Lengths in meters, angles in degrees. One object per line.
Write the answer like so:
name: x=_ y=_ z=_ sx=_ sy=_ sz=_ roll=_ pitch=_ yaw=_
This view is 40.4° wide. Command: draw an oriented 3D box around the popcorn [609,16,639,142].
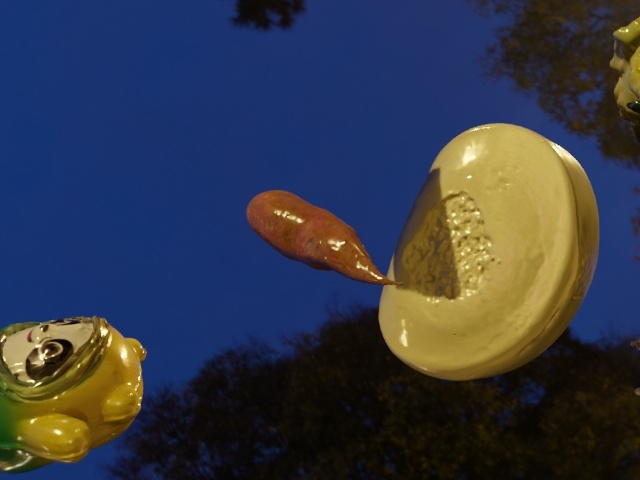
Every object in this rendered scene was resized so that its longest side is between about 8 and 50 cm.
popcorn: x=0.553 y=-0.245 z=1.276 sx=0.293 sy=0.293 sz=0.237 roll=23 pitch=-86 yaw=-39

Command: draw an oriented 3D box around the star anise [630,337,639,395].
star anise: x=0.394 y=0.144 z=0.772 sx=0.129 sy=0.283 sz=0.212 roll=-37 pitch=-9 yaw=-40

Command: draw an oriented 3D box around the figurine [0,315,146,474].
figurine: x=-0.426 y=0.235 z=1.291 sx=0.339 sy=0.324 sz=0.232 roll=-11 pitch=-65 yaw=-1

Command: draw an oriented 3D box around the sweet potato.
sweet potato: x=0.000 y=0.000 z=0.716 sx=0.056 sy=0.194 sz=0.057 roll=-15 pitch=-64 yaw=-34

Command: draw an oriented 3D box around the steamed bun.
steamed bun: x=0.334 y=0.039 z=1.543 sx=0.371 sy=0.289 sz=0.456 roll=8 pitch=-76 yaw=-60
